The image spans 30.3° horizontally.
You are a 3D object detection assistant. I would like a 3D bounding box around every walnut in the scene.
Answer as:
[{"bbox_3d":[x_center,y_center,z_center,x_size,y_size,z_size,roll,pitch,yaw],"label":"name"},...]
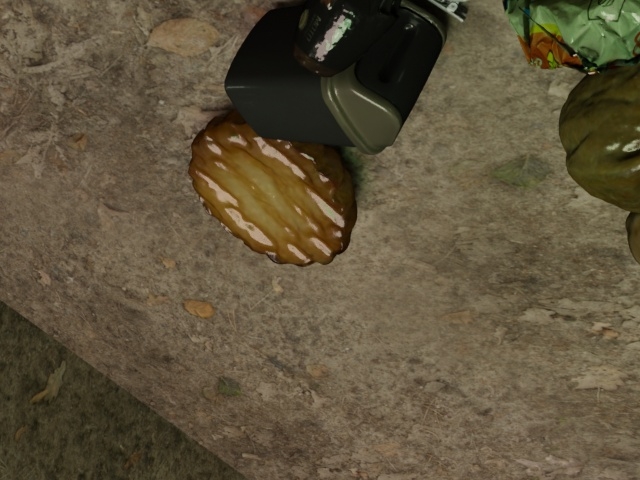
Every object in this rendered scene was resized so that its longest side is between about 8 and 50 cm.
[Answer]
[{"bbox_3d":[0.435,-0.142,1.503,0.283,0.283,0.227,-12,103,46],"label":"walnut"}]

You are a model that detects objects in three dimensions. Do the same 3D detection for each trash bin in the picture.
[{"bbox_3d":[0.025,-0.240,1.690,0.290,0.209,0.182,6,148,39],"label":"trash bin"}]

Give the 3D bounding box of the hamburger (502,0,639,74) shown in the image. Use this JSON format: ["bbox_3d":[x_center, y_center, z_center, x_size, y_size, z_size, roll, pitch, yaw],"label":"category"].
[{"bbox_3d":[0.360,-0.298,1.377,0.276,0.260,0.150,-15,111,4],"label":"hamburger"}]

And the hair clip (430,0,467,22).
[{"bbox_3d":[0.155,-0.343,1.611,0.115,0.030,0.039,27,129,-4],"label":"hair clip"}]

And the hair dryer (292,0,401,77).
[{"bbox_3d":[-0.015,-0.414,1.533,0.359,0.120,0.304,41,113,24],"label":"hair dryer"}]

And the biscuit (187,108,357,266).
[{"bbox_3d":[-0.074,-0.097,2.043,0.325,0.107,0.326,20,138,19],"label":"biscuit"}]

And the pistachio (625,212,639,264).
[{"bbox_3d":[0.565,-0.020,1.656,0.288,0.166,0.197,-2,157,36],"label":"pistachio"}]
